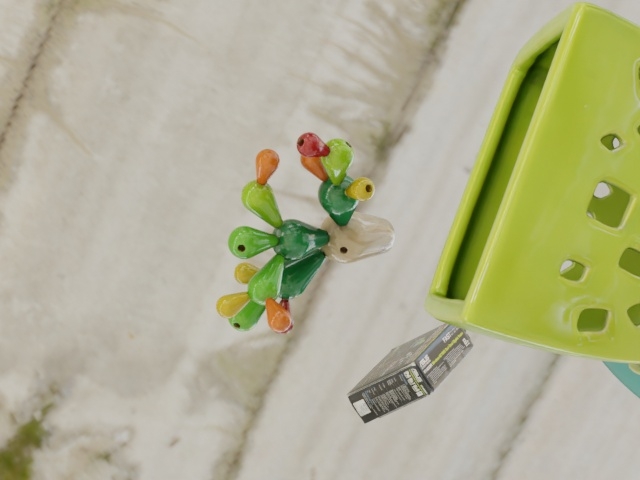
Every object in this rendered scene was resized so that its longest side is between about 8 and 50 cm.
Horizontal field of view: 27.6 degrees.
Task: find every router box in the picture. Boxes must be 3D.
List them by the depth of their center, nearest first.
[{"bbox_3d":[0.094,0.133,1.337,0.038,0.092,0.122,57,-147,-3],"label":"router box"}]

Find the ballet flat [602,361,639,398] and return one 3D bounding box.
[{"bbox_3d":[0.336,0.111,1.054,0.123,0.348,0.123,-6,-69,-16],"label":"ballet flat"}]

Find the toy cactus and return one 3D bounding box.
[{"bbox_3d":[0.000,0.000,1.163,0.180,0.112,0.219,-3,-57,-43],"label":"toy cactus"}]

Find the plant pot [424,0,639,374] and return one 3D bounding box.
[{"bbox_3d":[0.215,-0.014,0.924,0.207,0.228,0.227,21,-91,-1],"label":"plant pot"}]
